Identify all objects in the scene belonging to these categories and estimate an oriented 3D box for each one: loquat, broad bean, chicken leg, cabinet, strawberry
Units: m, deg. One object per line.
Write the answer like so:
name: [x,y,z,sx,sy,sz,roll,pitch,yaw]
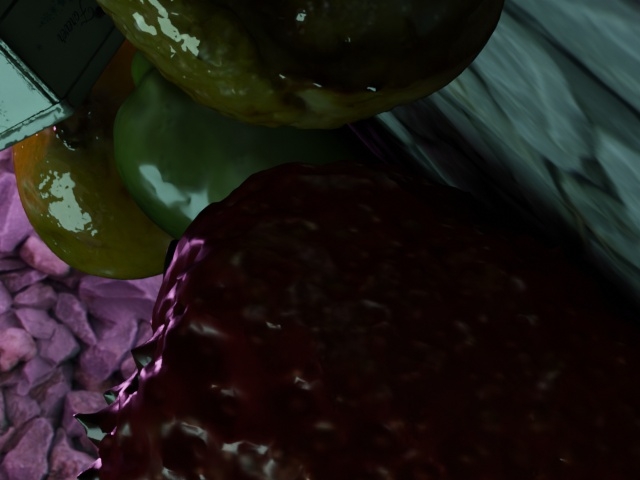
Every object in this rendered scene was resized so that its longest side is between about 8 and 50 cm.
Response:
loquat: [-0.166,-0.076,1.429,0.213,0.213,0.246,45,-177,19]
broad bean: [-0.001,0.000,0.972,0.291,0.119,0.238,46,177,-23]
chicken leg: [-0.047,-0.117,0.401,0.251,0.087,0.107,52,170,36]
cabinet: [-0.229,-0.174,1.039,0.150,0.145,0.206,-20,122,42]
strawberry: [0.043,0.095,0.741,0.277,0.257,0.257,5,155,29]
